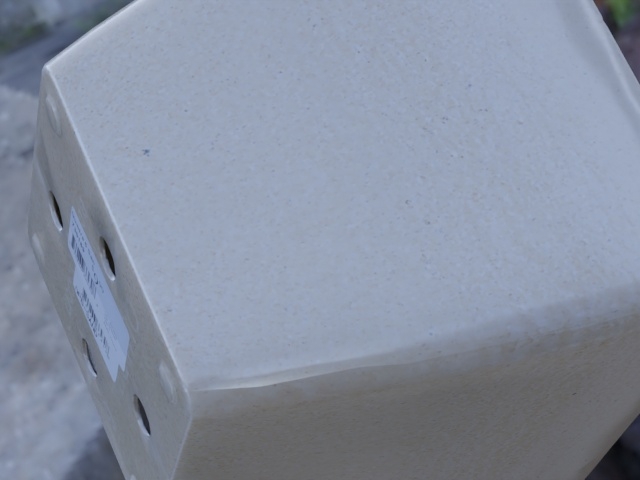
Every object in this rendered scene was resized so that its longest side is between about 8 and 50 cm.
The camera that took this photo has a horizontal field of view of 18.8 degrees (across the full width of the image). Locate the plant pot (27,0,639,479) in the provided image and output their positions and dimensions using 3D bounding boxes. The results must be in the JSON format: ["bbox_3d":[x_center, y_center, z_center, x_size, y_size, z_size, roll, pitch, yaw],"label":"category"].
[{"bbox_3d":[0.000,0.000,0.380,0.096,0.109,0.109,-18,-22,-18],"label":"plant pot"}]
